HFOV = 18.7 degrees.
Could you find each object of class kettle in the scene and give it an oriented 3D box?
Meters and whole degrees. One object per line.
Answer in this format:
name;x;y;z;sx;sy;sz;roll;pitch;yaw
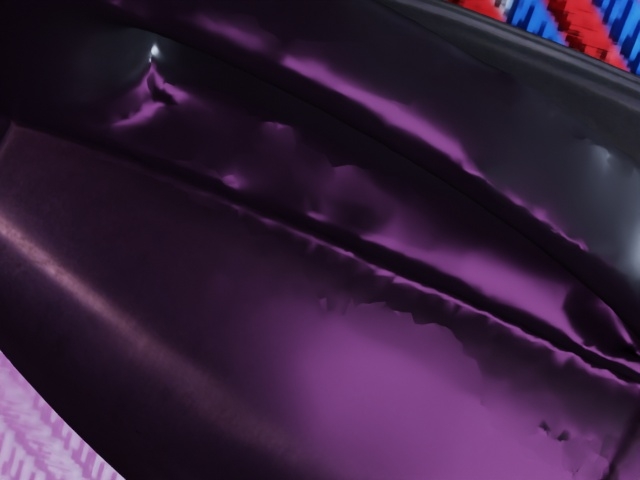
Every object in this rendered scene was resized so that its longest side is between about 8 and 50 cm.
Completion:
kettle;-0.006;0.011;0.594;0.271;0.251;0.207;29;105;-1
